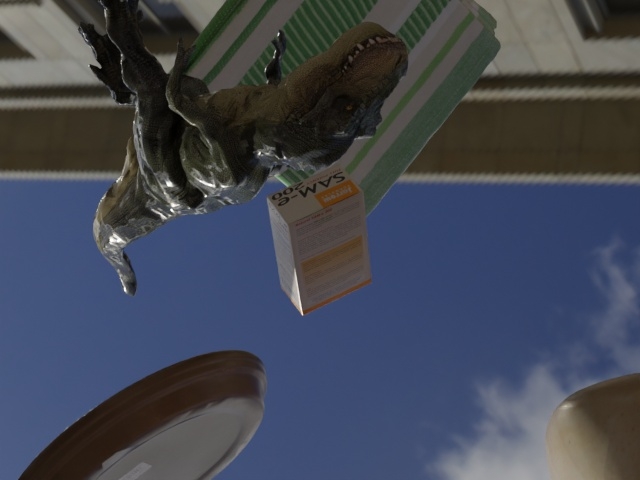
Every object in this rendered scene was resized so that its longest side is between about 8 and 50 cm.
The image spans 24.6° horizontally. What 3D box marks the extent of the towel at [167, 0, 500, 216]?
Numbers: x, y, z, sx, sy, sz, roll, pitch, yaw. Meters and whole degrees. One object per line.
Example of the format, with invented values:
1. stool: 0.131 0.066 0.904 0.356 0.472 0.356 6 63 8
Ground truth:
1. towel: 0.022 -0.161 1.328 0.248 0.325 0.038 -52 -125 6

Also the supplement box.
1. supplement box: 0.000 0.000 1.068 0.062 0.098 0.036 -24 -132 -17

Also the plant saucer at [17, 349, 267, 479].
1. plant saucer: -0.160 0.202 1.355 0.278 0.278 0.041 -37 -112 4

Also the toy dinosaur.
1. toy dinosaur: -0.067 -0.056 0.643 0.064 0.268 0.118 -24 -93 -33

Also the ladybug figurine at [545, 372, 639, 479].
1. ladybug figurine: 0.337 0.209 1.004 0.305 0.449 0.162 -11 -116 50
